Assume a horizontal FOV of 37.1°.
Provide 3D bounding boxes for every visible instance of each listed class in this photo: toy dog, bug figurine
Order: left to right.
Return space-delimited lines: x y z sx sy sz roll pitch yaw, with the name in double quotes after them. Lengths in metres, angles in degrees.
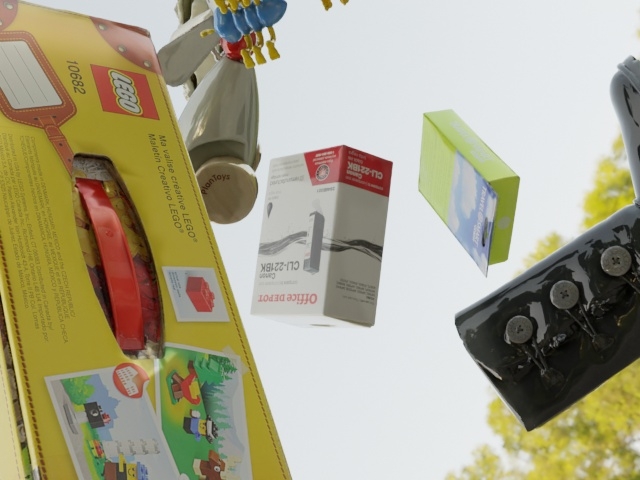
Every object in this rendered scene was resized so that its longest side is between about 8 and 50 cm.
-0.155 -0.187 1.174 0.220 0.161 0.333 -128 39 -87 "toy dog"
-0.068 -0.321 0.952 0.279 0.216 0.072 66 -151 -30 "bug figurine"

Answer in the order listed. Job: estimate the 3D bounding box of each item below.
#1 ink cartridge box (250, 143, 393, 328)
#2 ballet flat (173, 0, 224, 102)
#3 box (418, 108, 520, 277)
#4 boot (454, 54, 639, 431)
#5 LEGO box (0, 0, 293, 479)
0.000 0.000 1.541 0.114 0.197 0.273 14 -102 -39 "ink cartridge box"
-0.166 -0.392 1.495 0.147 0.147 0.409 -15 -72 -52 "ballet flat"
0.159 -0.054 1.024 0.042 0.178 0.109 -12 -53 -15 "box"
0.374 0.005 1.346 0.445 0.367 0.146 -43 -38 24 "boot"
-0.245 0.109 0.803 0.193 0.500 0.372 4 -37 -38 "LEGO box"
